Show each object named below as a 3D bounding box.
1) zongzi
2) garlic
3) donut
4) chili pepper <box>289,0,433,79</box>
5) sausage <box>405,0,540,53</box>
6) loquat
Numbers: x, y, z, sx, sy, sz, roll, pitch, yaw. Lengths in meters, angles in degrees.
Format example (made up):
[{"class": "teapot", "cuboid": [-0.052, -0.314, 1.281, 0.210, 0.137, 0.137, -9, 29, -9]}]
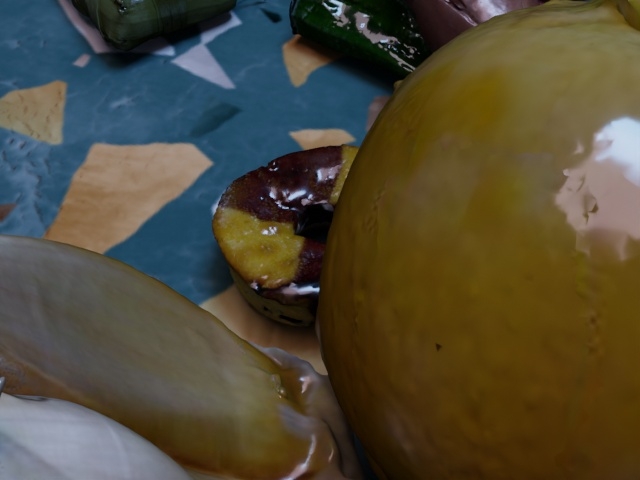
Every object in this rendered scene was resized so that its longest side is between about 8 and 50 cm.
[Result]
[{"class": "zongzi", "cuboid": [-0.125, -0.215, 1.061, 0.154, 0.062, 0.130, -24, 43, -24]}, {"class": "garlic", "cuboid": [-0.113, 0.121, 0.667, 0.249, 0.313, 0.286, -19, 65, 42]}, {"class": "donut", "cuboid": [0.000, 0.000, 0.882, 0.140, 0.059, 0.140, -1, 52, 1]}, {"class": "chili pepper", "cuboid": [0.088, -0.148, 0.992, 0.227, 0.059, 0.088, 30, 99, 19]}, {"class": "sausage", "cuboid": [0.113, -0.146, 0.922, 0.088, 0.088, 0.433, -21, 71, -15]}, {"class": "loquat", "cuboid": [0.152, 0.036, 0.682, 0.328, 0.328, 0.328, -1, 52, 1]}]
